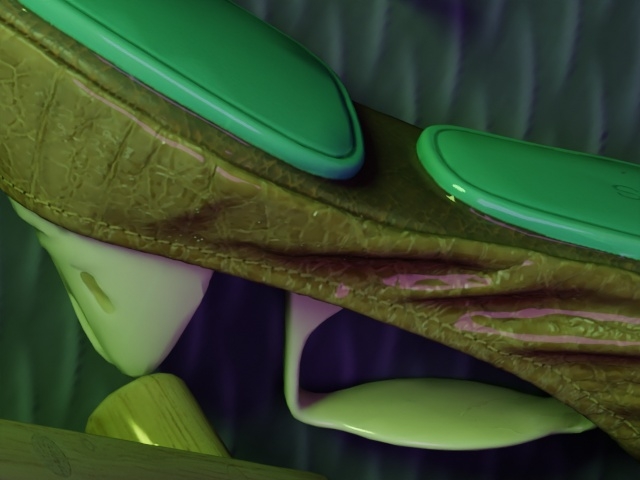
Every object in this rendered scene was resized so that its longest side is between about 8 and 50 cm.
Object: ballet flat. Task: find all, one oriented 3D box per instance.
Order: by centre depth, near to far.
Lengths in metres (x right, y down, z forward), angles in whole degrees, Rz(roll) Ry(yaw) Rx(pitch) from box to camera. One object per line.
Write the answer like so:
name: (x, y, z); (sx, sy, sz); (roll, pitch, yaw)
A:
ballet flat: (0.000, 0.000, 0.534); (0.342, 0.116, 0.124); (20, 114, -18)

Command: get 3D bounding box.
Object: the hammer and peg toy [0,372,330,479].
hammer and peg toy: (-0.161, 0.128, 0.378); (0.266, 0.361, 0.127); (-41, 65, 12)
